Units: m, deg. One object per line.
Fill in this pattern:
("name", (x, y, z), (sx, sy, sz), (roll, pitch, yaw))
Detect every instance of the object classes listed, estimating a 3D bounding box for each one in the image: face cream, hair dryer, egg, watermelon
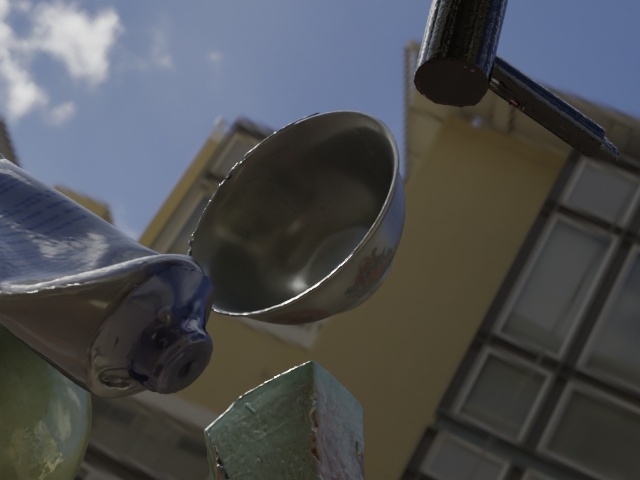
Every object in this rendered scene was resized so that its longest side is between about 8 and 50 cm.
("face cream", (-0.264, 0.007, 1.393), (0.420, 0.235, 0.137), (33, -63, 29))
("hair dryer", (0.200, -0.150, 1.429), (0.248, 0.114, 0.070), (28, -30, -26))
("egg", (-0.314, 0.168, 1.463), (0.187, 0.253, 0.186), (-1, -37, -1))
("watermelon", (-0.026, 0.367, 2.083), (0.228, 0.387, 0.258), (-7, 7, -10))

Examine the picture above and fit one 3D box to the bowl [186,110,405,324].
("bowl", (0.000, 0.000, 2.074), (0.346, 0.345, 0.157), (0, -35, 43))
